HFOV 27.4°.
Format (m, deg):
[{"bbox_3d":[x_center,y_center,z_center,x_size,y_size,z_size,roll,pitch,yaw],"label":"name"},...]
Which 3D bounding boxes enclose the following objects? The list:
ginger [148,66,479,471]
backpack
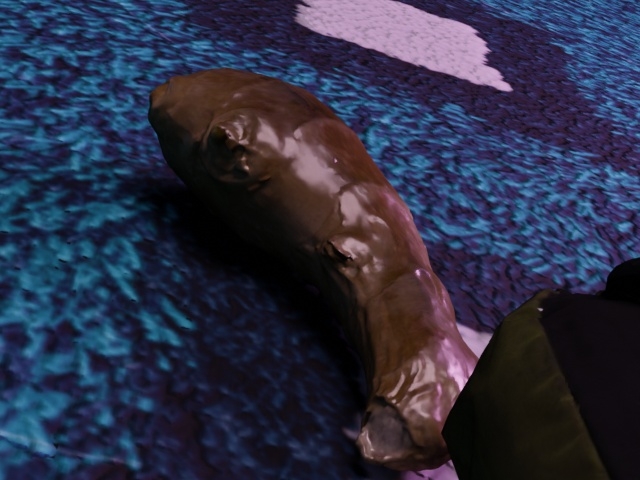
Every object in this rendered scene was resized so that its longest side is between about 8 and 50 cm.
[{"bbox_3d":[0.000,0.000,0.648,0.131,0.086,0.294,31,18,-39],"label":"ginger"},{"bbox_3d":[0.177,0.110,0.475,0.253,0.140,0.207,15,25,-15],"label":"backpack"}]
